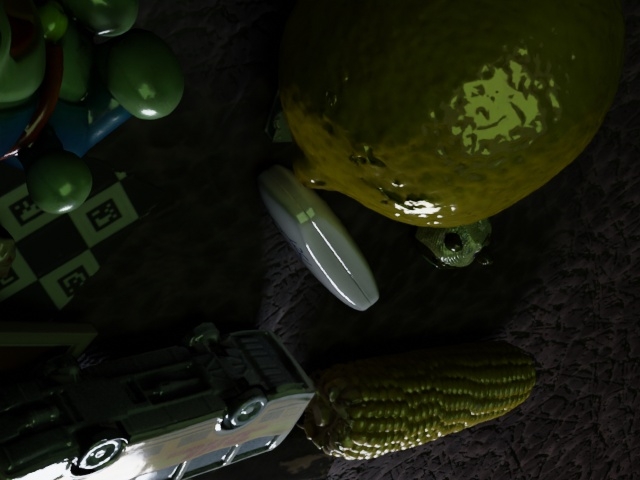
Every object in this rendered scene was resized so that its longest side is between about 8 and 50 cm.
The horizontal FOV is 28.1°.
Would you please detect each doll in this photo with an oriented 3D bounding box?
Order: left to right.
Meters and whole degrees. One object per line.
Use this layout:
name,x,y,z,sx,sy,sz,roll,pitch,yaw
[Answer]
doll,-0.236,-0.113,0.769,0.186,0.198,0.322,-40,153,20

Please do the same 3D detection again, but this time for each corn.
corn,0.112,0.170,1.394,0.305,0.106,0.106,-6,130,-39

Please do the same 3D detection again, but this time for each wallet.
wallet,-0.126,0.254,1.328,0.321,0.044,0.170,6,125,-42

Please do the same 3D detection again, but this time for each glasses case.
glasses case,0.000,0.000,1.159,0.049,0.076,0.197,-40,142,-3

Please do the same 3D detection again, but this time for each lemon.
lemon,0.098,-0.135,0.975,0.267,0.267,0.267,-22,138,-21

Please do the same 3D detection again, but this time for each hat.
hat,0.139,-0.004,1.284,0.076,0.059,0.077,-43,137,-3

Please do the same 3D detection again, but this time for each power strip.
power strip,0.013,-0.110,1.107,0.136,0.019,0.051,-7,130,-34

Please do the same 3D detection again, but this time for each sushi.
sushi,-0.285,0.038,0.986,0.290,0.050,0.264,-49,141,10

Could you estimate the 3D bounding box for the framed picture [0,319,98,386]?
framed picture,-0.332,0.140,1.009,0.211,0.020,0.289,-49,156,17

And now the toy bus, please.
toy bus,-0.163,0.162,1.140,0.342,0.097,0.138,-12,144,-42
